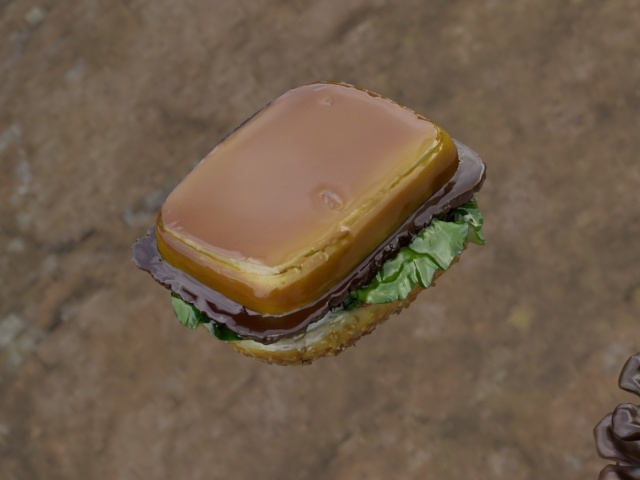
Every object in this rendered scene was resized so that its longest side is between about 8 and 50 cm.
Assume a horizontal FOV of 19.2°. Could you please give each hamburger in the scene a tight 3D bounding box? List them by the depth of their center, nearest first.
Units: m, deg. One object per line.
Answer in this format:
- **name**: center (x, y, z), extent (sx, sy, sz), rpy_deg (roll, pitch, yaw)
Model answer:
- **hamburger**: center (0.000, 0.000, 0.931), extent (0.166, 0.087, 0.137), rpy_deg (-38, 48, -27)

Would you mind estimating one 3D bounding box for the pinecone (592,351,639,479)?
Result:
- **pinecone**: center (0.190, 0.113, 0.788), extent (0.150, 0.195, 0.179), rpy_deg (-3, 35, 7)
